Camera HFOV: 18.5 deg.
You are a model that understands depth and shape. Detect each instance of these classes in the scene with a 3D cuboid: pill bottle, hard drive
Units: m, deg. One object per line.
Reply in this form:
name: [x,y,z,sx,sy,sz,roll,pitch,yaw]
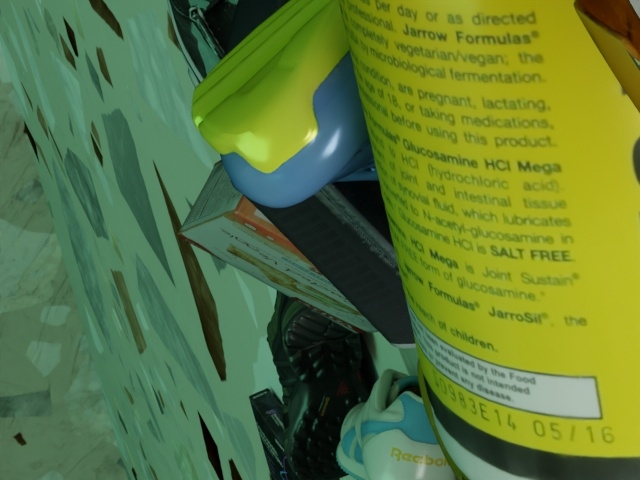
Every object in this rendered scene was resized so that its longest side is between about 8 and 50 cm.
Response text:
pill bottle: [0.105,-0.074,0.716,0.188,0.188,0.334,-133,25,-58]
hard drive: [0.017,-0.062,1.046,0.172,0.054,0.254,45,-155,-26]

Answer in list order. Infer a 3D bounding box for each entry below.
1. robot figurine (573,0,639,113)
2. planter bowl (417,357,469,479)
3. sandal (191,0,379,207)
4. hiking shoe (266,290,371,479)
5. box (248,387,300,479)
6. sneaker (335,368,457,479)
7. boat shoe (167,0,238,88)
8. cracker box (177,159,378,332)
robot figurine: [0.136,-0.112,0.523,0.291,0.211,0.085,58,166,8]
planter bowl: [0.116,0.093,1.141,0.217,0.090,0.217,159,90,-76]
sandal: [0.051,-0.076,0.908,0.138,0.126,0.317,55,-151,-4]
hiking shoe: [0.001,0.110,1.682,0.114,0.086,0.227,-106,11,-47]
box: [-0.029,0.251,2.087,0.116,0.029,0.162,-134,27,-58]
sneaker: [0.066,0.142,1.457,0.229,0.087,0.092,-151,70,-81]
boat shoe: [-0.063,-0.202,1.344,0.105,0.113,0.306,63,-169,-74]
cracker box: [0.000,0.000,1.332,0.156,0.067,0.232,29,171,-9]
